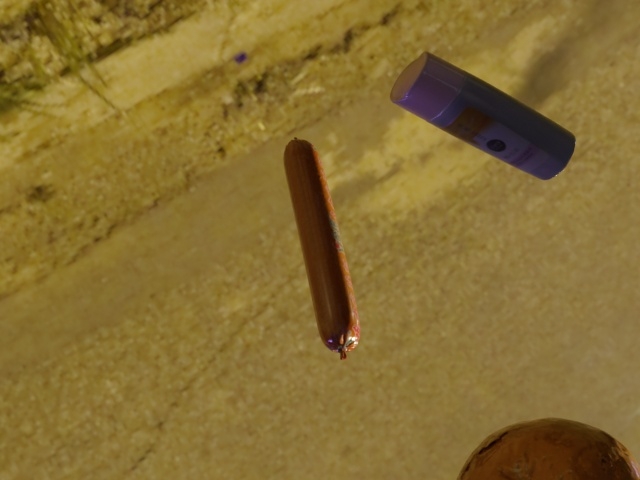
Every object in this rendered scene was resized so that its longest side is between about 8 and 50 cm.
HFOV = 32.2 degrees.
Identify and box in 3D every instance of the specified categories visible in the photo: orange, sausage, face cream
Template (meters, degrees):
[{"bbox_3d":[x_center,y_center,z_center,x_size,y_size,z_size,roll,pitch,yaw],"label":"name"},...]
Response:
[{"bbox_3d":[0.246,0.296,1.166,0.193,0.219,0.219,24,118,-40],"label":"orange"},{"bbox_3d":[0.000,0.000,1.406,0.053,0.348,0.053,-8,145,-6],"label":"sausage"},{"bbox_3d":[0.176,-0.131,1.191,0.198,0.057,0.084,24,152,-15],"label":"face cream"}]
